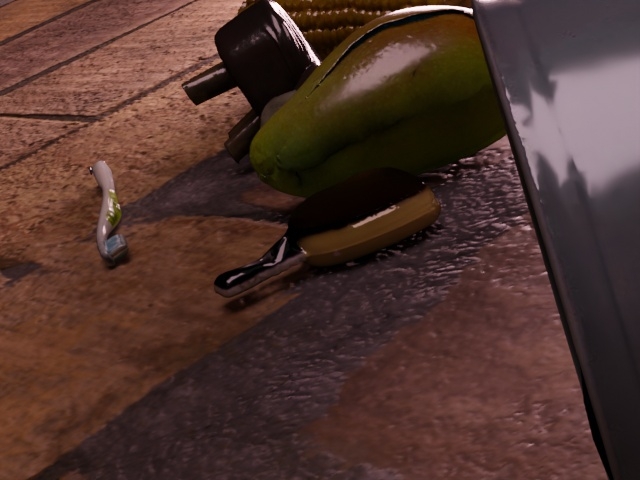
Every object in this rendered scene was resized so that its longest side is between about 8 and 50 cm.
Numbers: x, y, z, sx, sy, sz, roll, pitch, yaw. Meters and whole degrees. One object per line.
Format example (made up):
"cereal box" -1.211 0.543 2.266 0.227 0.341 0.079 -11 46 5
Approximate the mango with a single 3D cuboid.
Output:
"mango" 0.053 -0.107 1.144 0.233 0.111 0.125 -20 46 -1

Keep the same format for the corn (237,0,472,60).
"corn" 0.035 -0.213 1.445 0.119 0.119 0.322 -31 23 -31

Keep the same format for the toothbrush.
"toothbrush" -0.186 -0.027 1.282 0.026 0.022 0.263 -33 21 0

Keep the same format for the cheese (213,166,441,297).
"cheese" 0.000 -0.001 1.033 0.162 0.036 0.086 -26 24 -19

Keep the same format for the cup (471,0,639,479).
"cup" 0.233 -0.029 0.543 0.311 0.257 0.331 -16 41 8

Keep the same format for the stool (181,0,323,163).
"stool" -0.038 -0.123 1.280 0.121 0.125 0.217 -35 39 4
